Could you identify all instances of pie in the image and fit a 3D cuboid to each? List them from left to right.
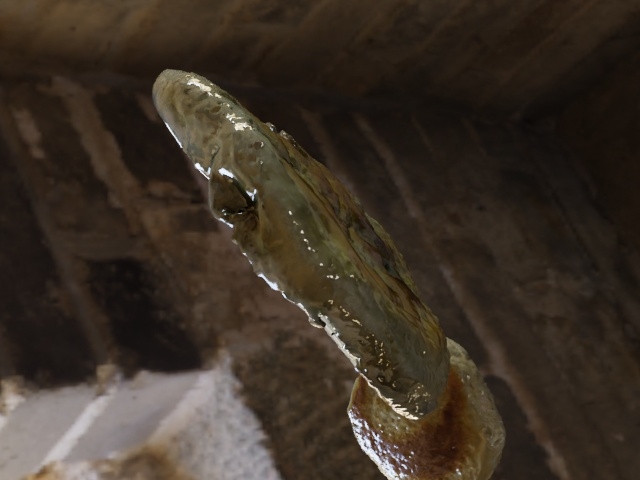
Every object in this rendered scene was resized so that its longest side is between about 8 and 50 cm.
[{"bbox_3d":[0.000,0.000,0.873,0.075,0.337,0.337,-41,56,6],"label":"pie"},{"bbox_3d":[0.127,0.220,1.386,0.179,0.084,0.205,-30,83,39],"label":"pie"}]
